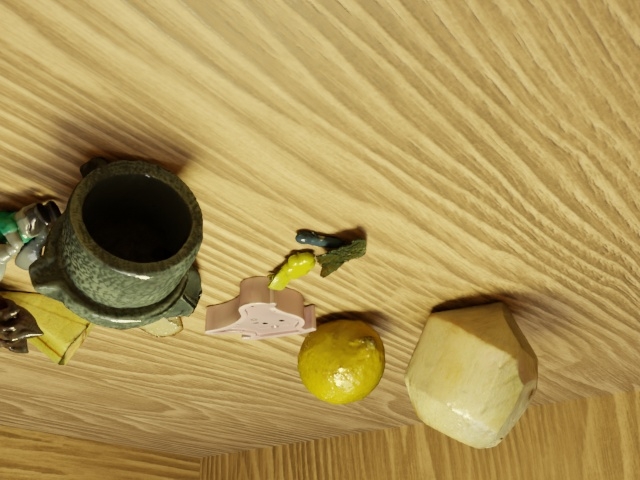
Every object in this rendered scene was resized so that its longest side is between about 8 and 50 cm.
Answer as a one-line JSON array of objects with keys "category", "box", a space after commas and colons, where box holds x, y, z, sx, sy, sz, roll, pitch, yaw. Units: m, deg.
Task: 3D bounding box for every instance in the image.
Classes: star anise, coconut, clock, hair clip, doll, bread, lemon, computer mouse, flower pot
[{"category": "star anise", "box": [-0.833, 0.179, 1.792, 0.315, 0.108, 0.315, 14, 137, 14]}, {"category": "coconut", "box": [0.442, 0.362, 2.033, 0.344, 0.416, 0.415, 29, 142, -30]}, {"category": "clock", "box": [-0.191, 0.193, 1.955, 0.290, 0.080, 0.275, -12, 152, 17]}, {"category": "hair clip", "box": [-0.073, 0.072, 1.747, 0.072, 0.046, 0.173, 12, 150, -34]}, {"category": "doll", "box": [0.000, 0.000, 1.626, 0.125, 0.027, 0.037, 9, 153, -28]}, {"category": "bread", "box": [-0.463, 0.234, 2.069, 0.129, 0.044, 0.126, -15, 144, 32]}, {"category": "bread", "box": [-0.744, 0.188, 1.960, 0.264, 0.163, 0.167, 39, 143, -6]}, {"category": "doll", "box": [-0.646, 0.012, 1.455, 0.195, 0.153, 0.258, -21, 180, -42]}, {"category": "lemon", "box": [0.065, 0.354, 2.115, 0.253, 0.254, 0.310, 12, 151, -26]}, {"category": "computer mouse", "box": [-0.386, 0.102, 1.716, 0.203, 0.114, 0.374, -1, 162, -8]}, {"category": "flower pot", "box": [-0.388, 0.020, 1.349, 0.299, 0.299, 0.283, 9, 149, -21]}]

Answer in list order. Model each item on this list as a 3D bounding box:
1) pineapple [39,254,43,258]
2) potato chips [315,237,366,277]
[{"category": "pineapple", "box": [-0.542, 0.063, 1.575, 0.119, 0.111, 0.237, 31, -179, -5]}, {"category": "potato chips", "box": [0.044, 0.038, 1.668, 0.142, 0.026, 0.209, -4, 157, -36]}]
